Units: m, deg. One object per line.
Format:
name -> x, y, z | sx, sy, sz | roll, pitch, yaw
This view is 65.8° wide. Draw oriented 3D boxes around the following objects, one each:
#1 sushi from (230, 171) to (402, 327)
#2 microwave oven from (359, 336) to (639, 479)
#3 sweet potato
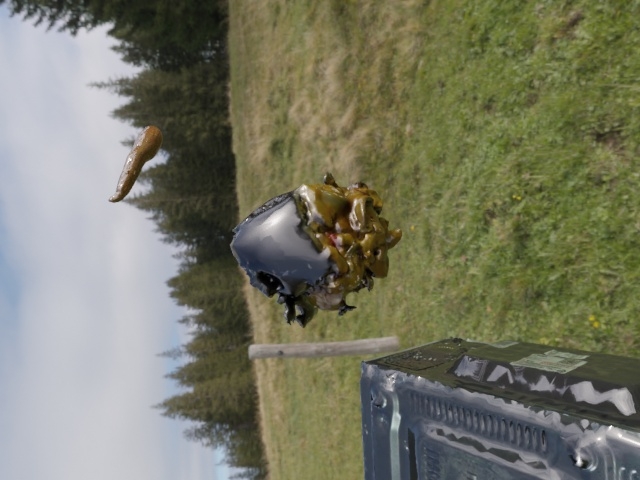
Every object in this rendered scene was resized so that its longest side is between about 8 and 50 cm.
sushi -> 0.004, 0.006, 0.751 | 0.200, 0.204, 0.213 | 56, -162, -10
microwave oven -> 0.188, 0.222, 0.458 | 0.295, 0.181, 0.238 | -2, 92, 53
sweet potato -> -0.361, -0.158, 0.979 | 0.050, 0.050, 0.214 | 101, 180, -51
